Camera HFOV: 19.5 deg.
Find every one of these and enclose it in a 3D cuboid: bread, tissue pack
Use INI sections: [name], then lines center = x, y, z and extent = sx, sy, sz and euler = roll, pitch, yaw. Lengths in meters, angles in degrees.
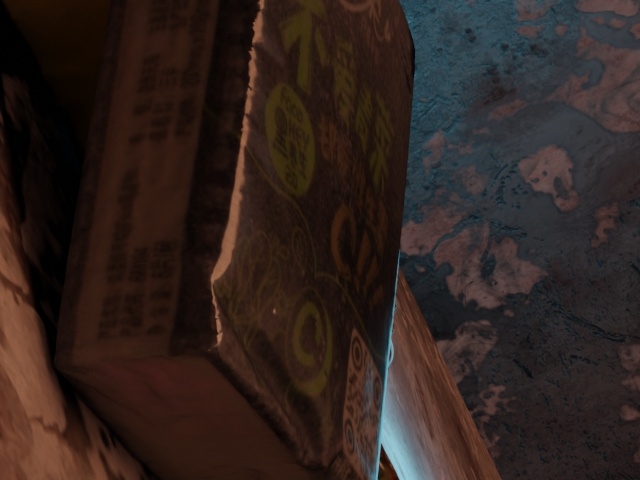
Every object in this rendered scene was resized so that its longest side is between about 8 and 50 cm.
[bread]
center = -0.160, -0.181, 1.346
extent = 0.178, 0.142, 0.266
euler = 48, 10, -18
[tissue pack]
center = -0.036, -0.034, 1.188
extent = 0.288, 0.124, 0.394
euler = 56, 35, -53

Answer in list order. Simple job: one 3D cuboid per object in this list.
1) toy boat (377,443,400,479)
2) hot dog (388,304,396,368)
[toy boat]
center = -0.004, 0.111, 1.437
extent = 0.136, 0.079, 0.392
euler = -97, 163, -68
[hot dog]
center = 0.000, 0.000, 2.023
extent = 0.135, 0.100, 0.337
euler = -96, 161, -72
